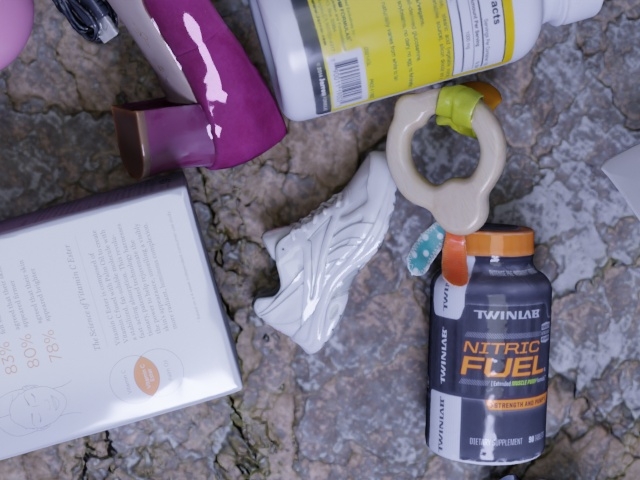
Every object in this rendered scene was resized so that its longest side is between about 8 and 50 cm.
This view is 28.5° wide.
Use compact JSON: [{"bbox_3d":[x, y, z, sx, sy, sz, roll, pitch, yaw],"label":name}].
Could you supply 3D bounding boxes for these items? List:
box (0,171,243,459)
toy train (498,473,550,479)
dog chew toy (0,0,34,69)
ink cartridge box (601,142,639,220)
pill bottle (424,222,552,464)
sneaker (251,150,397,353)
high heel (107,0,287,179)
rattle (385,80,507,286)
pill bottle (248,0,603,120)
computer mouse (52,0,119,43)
[{"bbox_3d":[-0.274,0.082,1.277,0.345,0.168,0.215,-15,99,-4],"label":"box"},{"bbox_3d":[0.280,0.412,1.388,0.334,0.142,0.190,43,88,-9],"label":"toy train"},{"bbox_3d":[-0.372,-0.217,1.209,0.207,0.206,0.331,35,91,-9],"label":"dog chew toy"},{"bbox_3d":[0.496,-0.057,1.313,0.354,0.207,0.119,-24,142,-2],"label":"ink cartridge box"},{"bbox_3d":[0.179,0.105,1.347,0.131,0.130,0.245,0,97,-6],"label":"pill bottle"},{"bbox_3d":[0.000,0.000,1.337,0.115,0.090,0.232,26,93,-5],"label":"sneaker"},{"bbox_3d":[-0.127,-0.251,1.252,0.181,0.127,0.377,-17,120,-32],"label":"high heel"},{"bbox_3d":[0.141,-0.061,1.317,0.130,0.143,0.199,-10,96,6],"label":"rattle"},{"bbox_3d":[0.101,-0.250,1.261,0.334,0.188,0.187,-16,99,-4],"label":"pill bottle"},{"bbox_3d":[-0.179,-0.343,1.277,0.272,0.072,0.188,-34,99,0],"label":"computer mouse"}]
